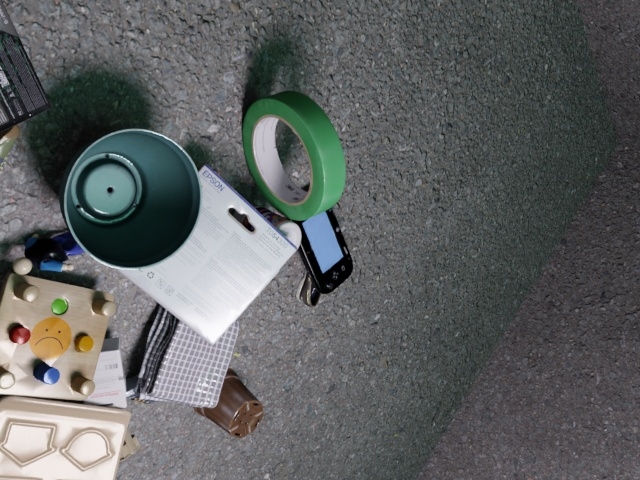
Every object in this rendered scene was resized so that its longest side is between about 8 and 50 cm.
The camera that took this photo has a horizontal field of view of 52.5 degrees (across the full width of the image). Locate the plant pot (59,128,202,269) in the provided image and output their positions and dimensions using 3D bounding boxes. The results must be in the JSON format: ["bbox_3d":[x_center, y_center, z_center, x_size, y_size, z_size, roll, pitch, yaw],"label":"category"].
[{"bbox_3d":[-0.431,-0.100,1.407,0.293,0.196,0.293,-10,107,-35],"label":"plant pot"}]

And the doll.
[{"bbox_3d":[-0.575,0.026,1.409,0.189,0.129,0.046,-28,150,-46],"label":"doll"}]

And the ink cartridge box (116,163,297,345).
[{"bbox_3d":[-0.281,0.036,1.609,0.324,0.071,0.330,44,83,-19],"label":"ink cartridge box"}]

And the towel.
[{"bbox_3d":[-0.351,0.304,1.740,0.235,0.121,0.284,28,74,-50],"label":"towel"}]

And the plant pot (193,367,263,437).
[{"bbox_3d":[-0.265,0.491,1.933,0.167,0.165,0.167,-23,125,-37],"label":"plant pot"}]

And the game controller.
[{"bbox_3d":[0.000,0.000,1.965,0.166,0.067,0.319,-34,115,-27],"label":"game controller"}]

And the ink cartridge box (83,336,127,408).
[{"bbox_3d":[-0.544,0.337,1.619,0.104,0.060,0.180,-6,118,-15],"label":"ink cartridge box"}]

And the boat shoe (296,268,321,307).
[{"bbox_3d":[-0.008,0.101,2.061,0.081,0.068,0.228,5,107,-46],"label":"boat shoe"}]

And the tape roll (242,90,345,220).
[{"bbox_3d":[-0.072,-0.212,1.639,0.077,0.321,0.321,-28,128,-35],"label":"tape roll"}]

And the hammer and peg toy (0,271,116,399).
[{"bbox_3d":[-0.637,0.210,1.392,0.361,0.127,0.266,19,80,-46],"label":"hammer and peg toy"}]

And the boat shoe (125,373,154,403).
[{"bbox_3d":[-0.489,0.409,1.735,0.183,0.065,0.083,-20,119,-41],"label":"boat shoe"}]

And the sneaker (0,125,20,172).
[{"bbox_3d":[-0.660,-0.149,1.276,0.192,0.064,0.086,-45,143,-18],"label":"sneaker"}]

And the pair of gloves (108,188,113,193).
[{"bbox_3d":[-0.441,-0.072,1.564,0.159,0.023,0.198,-55,139,-9],"label":"pair of gloves"}]

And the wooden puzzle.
[{"bbox_3d":[-0.656,0.557,1.562,0.322,0.080,0.348,19,80,-35],"label":"wooden puzzle"}]

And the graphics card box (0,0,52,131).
[{"bbox_3d":[-0.700,-0.266,1.144,0.371,0.094,0.233,-36,132,-26],"label":"graphics card box"}]

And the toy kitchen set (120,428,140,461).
[{"bbox_3d":[-0.557,0.564,1.783,0.068,0.075,0.083,66,15,-1],"label":"toy kitchen set"}]

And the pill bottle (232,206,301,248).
[{"bbox_3d":[-0.152,-0.029,1.751,0.108,0.193,0.108,-23,125,-37],"label":"pill bottle"}]
